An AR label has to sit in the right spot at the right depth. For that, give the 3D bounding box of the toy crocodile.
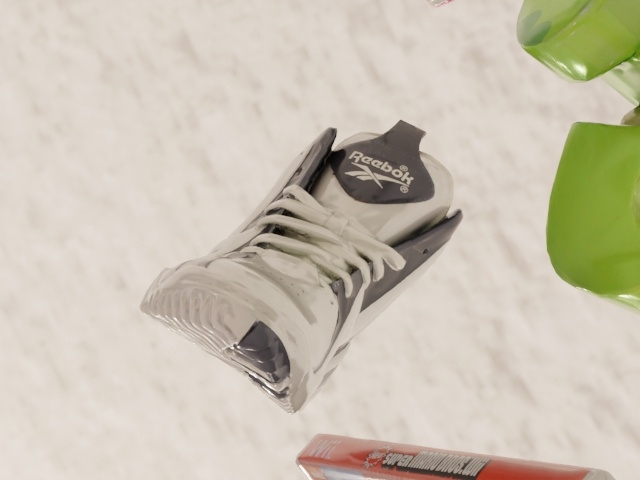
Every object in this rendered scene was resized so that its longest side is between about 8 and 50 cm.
[{"bbox_3d":[0.176,-0.121,0.710,0.115,0.341,0.105,36,167,-18],"label":"toy crocodile"}]

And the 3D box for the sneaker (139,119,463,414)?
[{"bbox_3d":[0.000,0.000,0.950,0.094,0.153,0.235,33,176,13],"label":"sneaker"}]

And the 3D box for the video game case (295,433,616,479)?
[{"bbox_3d":[0.113,0.178,0.953,0.204,0.025,0.285,50,160,-15],"label":"video game case"}]

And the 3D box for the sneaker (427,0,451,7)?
[{"bbox_3d":[0.108,-0.232,1.348,0.075,0.063,0.170,43,134,8],"label":"sneaker"}]
